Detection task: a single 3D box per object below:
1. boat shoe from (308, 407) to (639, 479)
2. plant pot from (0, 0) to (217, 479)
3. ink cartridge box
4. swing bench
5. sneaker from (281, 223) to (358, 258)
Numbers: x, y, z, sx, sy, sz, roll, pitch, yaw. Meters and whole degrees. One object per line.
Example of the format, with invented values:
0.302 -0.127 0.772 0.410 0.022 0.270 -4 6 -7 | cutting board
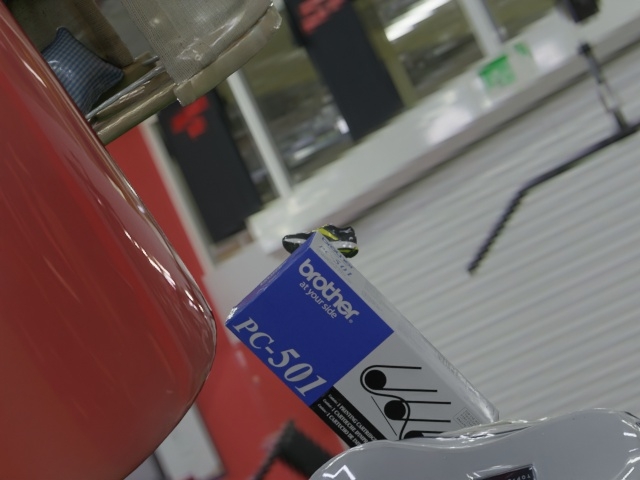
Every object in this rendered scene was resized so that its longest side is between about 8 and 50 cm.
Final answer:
0.117 0.171 1.121 0.268 0.096 0.088 -21 -15 24 | boat shoe
-0.216 -0.008 0.701 0.275 0.243 0.275 -18 25 9 | plant pot
0.034 0.100 1.237 0.097 0.207 0.046 -42 7 18 | ink cartridge box
-0.209 -0.224 1.397 0.255 0.253 0.165 -27 18 20 | swing bench
0.000 0.000 1.718 0.083 0.035 0.031 5 -34 -2 | sneaker
